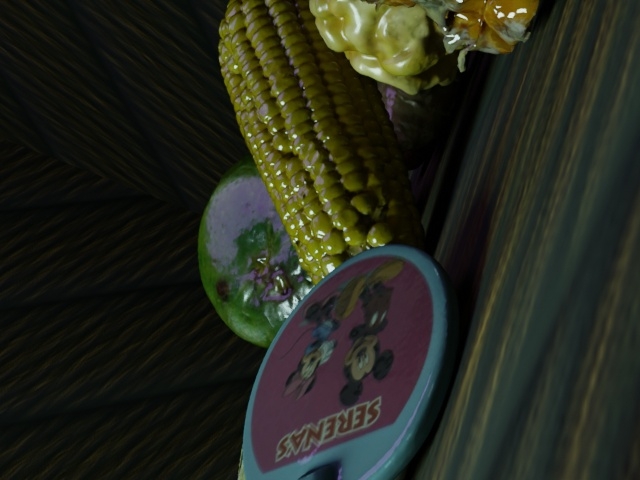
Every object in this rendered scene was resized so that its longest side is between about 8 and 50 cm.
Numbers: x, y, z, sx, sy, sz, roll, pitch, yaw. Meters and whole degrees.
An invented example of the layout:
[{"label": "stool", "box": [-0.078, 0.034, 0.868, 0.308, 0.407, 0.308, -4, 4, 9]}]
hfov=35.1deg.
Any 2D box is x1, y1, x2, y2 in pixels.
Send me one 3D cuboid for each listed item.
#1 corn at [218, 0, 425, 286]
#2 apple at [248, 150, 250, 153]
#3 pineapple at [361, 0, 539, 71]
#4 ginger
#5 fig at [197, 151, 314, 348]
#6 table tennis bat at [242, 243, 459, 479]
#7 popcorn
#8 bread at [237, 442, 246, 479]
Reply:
[{"label": "corn", "box": [-0.001, -0.084, 0.790, 0.119, 0.119, 0.322, 112, 142, -59]}, {"label": "apple", "box": [-0.011, -0.071, 1.483, 0.251, 0.206, 0.272, -65, -4, -55]}, {"label": "pineapple", "box": [0.048, -0.299, 0.545, 0.209, 0.286, 0.344, -81, 11, -86]}, {"label": "ginger", "box": [0.109, -0.175, 0.916, 0.148, 0.081, 0.333, -45, -17, -50]}, {"label": "fig", "box": [0.012, 0.004, 0.957, 0.235, 0.203, 0.203, 1, -65, -52]}, {"label": "table tennis bat", "box": [0.008, 0.106, 0.505, 0.153, 0.040, 0.244, -29, 38, 40]}, {"label": "popcorn", "box": [0.078, -0.189, 0.750, 0.194, 0.163, 0.140, -72, -13, -62]}, {"label": "bread", "box": [-0.011, 0.150, 0.596, 0.117, 0.064, 0.156, -39, 32, 60]}]
